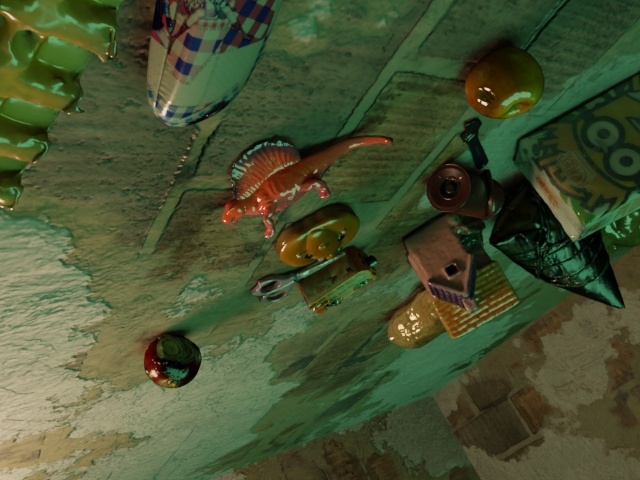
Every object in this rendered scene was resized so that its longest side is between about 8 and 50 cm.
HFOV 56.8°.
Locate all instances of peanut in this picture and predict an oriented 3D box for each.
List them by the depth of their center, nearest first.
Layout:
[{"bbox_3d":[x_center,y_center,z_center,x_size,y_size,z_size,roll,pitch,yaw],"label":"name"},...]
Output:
[{"bbox_3d":[0.328,0.229,1.782,0.159,0.143,0.291,4,143,-34],"label":"peanut"}]

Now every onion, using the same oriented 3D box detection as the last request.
[{"bbox_3d":[-0.307,0.251,1.220,0.117,0.118,0.118,23,132,-18],"label":"onion"}]

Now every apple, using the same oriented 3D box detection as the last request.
[{"bbox_3d":[0.282,-0.238,0.906,0.114,0.102,0.099,-22,156,-12],"label":"apple"}]

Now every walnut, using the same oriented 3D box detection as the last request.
[{"bbox_3d":[0.754,-0.094,1.518,0.227,0.282,0.283,4,175,35],"label":"walnut"}]

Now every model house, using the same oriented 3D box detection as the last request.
[{"bbox_3d":[0.342,0.077,1.402,0.202,0.237,0.237,-28,155,1],"label":"model house"}]

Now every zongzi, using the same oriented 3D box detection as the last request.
[{"bbox_3d":[0.591,0.018,1.424,0.319,0.362,0.383,-46,153,-6],"label":"zongzi"}]

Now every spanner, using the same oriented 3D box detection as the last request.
[{"bbox_3d":[0.301,-0.182,1.138,0.046,0.012,0.208,-35,154,11],"label":"spanner"}]

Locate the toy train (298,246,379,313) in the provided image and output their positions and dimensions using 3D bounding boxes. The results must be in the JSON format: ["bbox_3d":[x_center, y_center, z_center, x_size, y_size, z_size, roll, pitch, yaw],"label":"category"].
[{"bbox_3d":[0.038,0.086,1.303,0.188,0.072,0.099,-36,148,16],"label":"toy train"}]

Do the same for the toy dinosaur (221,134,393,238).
[{"bbox_3d":[-0.039,-0.116,0.879,0.286,0.070,0.139,-34,133,6],"label":"toy dinosaur"}]

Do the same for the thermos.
[{"bbox_3d":[0.312,-0.094,1.226,0.124,0.098,0.232,-8,172,37],"label":"thermos"}]

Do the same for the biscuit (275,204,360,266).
[{"bbox_3d":[0.002,0.003,1.131,0.170,0.050,0.170,-23,155,-11],"label":"biscuit"}]

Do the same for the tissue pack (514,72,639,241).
[{"bbox_3d":[0.593,-0.169,1.208,0.311,0.228,0.128,-29,156,-2],"label":"tissue pack"}]

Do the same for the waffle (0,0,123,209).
[{"bbox_3d":[-0.323,-0.165,0.451,0.348,0.077,0.304,-42,151,27],"label":"waffle"}]

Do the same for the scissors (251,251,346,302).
[{"bbox_3d":[-0.043,0.071,1.247,0.212,0.021,0.110,-28,152,-1],"label":"scissors"}]

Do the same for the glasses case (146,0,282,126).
[{"bbox_3d":[-0.084,-0.235,0.539,0.125,0.076,0.327,-42,169,-42],"label":"glasses case"}]
